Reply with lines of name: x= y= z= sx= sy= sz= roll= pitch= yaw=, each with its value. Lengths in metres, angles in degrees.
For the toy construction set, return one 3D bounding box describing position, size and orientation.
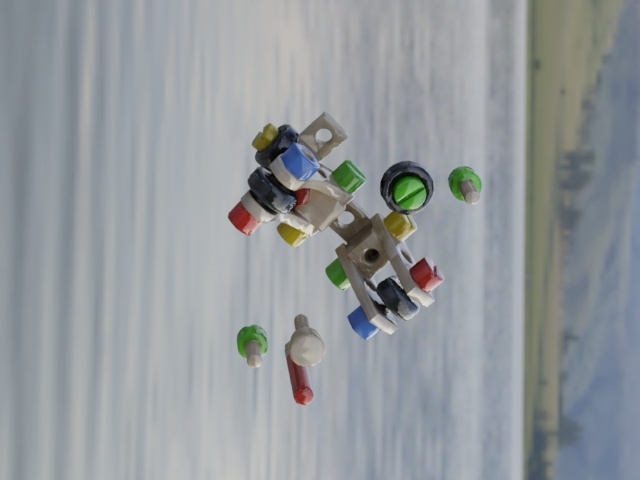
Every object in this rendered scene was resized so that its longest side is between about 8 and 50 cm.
toy construction set: x=0.000 y=0.000 z=1.857 sx=0.237 sy=0.257 sz=0.308 roll=-106 pitch=-146 yaw=-66
